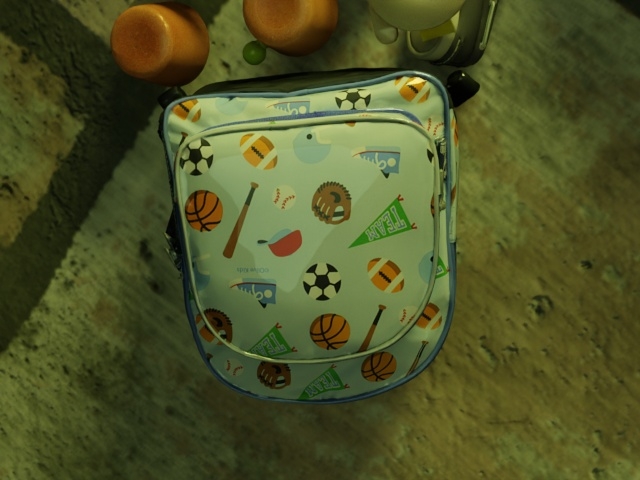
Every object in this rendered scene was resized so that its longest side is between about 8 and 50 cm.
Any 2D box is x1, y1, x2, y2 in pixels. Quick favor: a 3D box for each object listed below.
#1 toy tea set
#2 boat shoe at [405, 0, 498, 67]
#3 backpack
[{"bbox_3d":[-0.029,-0.240,0.684,0.335,0.124,0.200,-10,97,19],"label":"toy tea set"},{"bbox_3d":[0.128,-0.247,0.685,0.065,0.075,0.206,10,96,-34],"label":"boat shoe"},{"bbox_3d":[0.000,0.000,0.668,0.276,0.213,0.264,-4,108,8],"label":"backpack"}]
